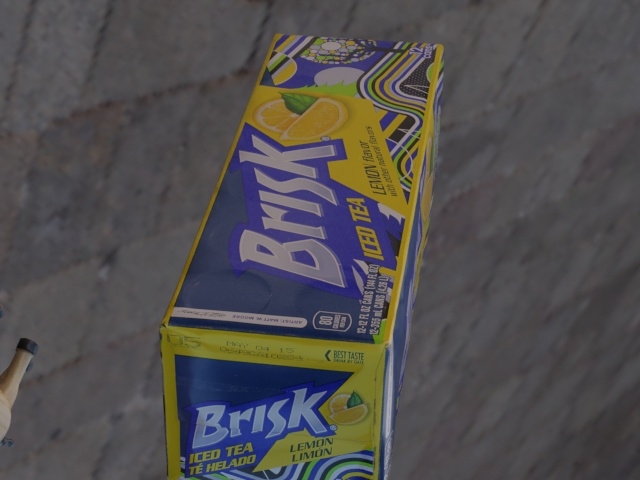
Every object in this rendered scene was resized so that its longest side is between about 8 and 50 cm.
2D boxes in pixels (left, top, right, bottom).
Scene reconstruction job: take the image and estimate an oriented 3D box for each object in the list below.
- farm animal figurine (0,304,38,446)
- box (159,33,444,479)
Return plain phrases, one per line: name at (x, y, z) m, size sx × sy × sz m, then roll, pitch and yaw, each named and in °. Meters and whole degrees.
farm animal figurine at (-0.414, 0.052, 1.311) m, size 0.327 × 0.330 × 0.172 m, roll 94°, pitch 21°, yaw -53°
box at (0.000, 0.000, 0.461) m, size 0.169 × 0.059 × 0.054 m, roll -76°, pitch 169°, yaw -56°
